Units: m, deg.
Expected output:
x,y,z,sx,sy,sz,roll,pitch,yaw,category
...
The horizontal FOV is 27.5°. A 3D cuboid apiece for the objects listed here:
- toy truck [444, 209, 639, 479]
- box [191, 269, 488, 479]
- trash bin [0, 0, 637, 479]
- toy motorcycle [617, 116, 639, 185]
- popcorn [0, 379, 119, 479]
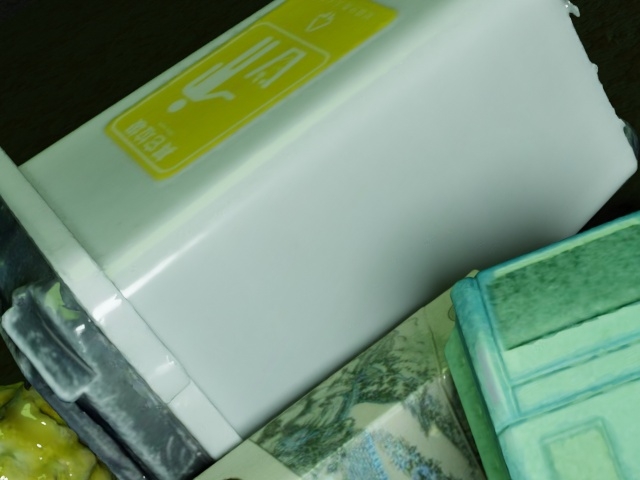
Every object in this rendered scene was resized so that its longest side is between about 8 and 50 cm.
x,y,z,sx,sy,sz,roll,pitch,yaw,category
0.154,0.131,0.566,0.155,0.156,0.279,-21,57,10,toy truck
0.036,0.156,0.702,0.256,0.164,0.069,-35,26,-18,box
0.000,0.000,0.817,0.367,0.296,0.256,-40,31,-9,trash bin
0.085,0.000,1.023,0.340,0.108,0.223,-40,34,-13,toy motorcycle
-0.236,0.187,0.890,0.189,0.169,0.218,-6,28,36,popcorn
